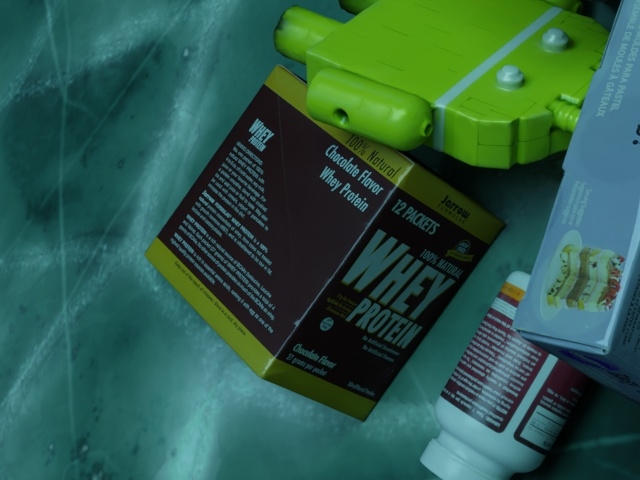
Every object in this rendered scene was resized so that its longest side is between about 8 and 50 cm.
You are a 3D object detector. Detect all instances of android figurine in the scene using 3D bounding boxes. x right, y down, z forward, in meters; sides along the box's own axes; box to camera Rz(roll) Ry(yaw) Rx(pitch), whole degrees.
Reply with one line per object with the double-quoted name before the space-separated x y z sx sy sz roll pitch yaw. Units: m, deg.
"android figurine" 0.106 -0.139 1.070 0.273 0.056 0.248 26 47 32

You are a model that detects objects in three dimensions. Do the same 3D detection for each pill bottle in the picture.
"pill bottle" 0.134 0.105 0.990 0.086 0.086 0.152 31 90 44

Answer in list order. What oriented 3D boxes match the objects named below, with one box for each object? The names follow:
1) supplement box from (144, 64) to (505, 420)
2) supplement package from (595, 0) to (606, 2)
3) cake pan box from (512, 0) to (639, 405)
"supplement box" 0.000 0.000 1.125 0.194 0.129 0.191 -55 46 6
"supplement package" 0.201 -0.288 1.002 0.194 0.203 0.149 -42 78 24
"cake pan box" 0.237 -0.026 0.856 0.070 0.246 0.267 11 76 39
